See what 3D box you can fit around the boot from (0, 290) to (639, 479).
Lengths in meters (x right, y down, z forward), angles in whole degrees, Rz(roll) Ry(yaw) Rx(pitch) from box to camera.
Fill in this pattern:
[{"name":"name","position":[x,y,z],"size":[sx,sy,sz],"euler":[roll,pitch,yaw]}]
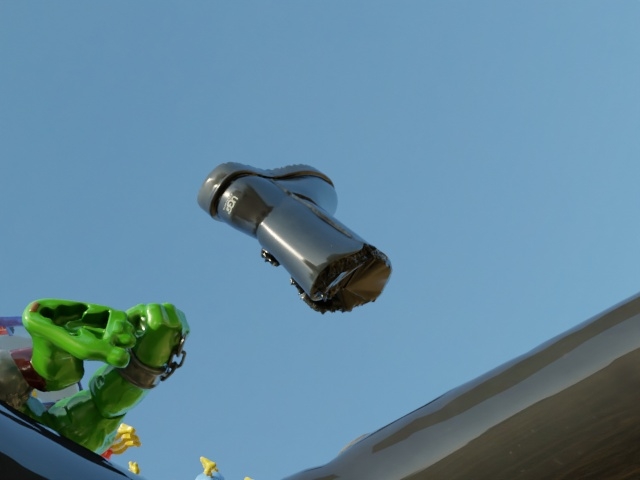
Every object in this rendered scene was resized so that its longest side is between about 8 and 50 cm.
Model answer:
[{"name":"boot","position":[0.057,0.089,0.465],"size":[0.445,0.146,0.367],"euler":[-20,-39,-3]}]

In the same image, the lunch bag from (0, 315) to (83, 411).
[{"name":"lunch bag","position":[-0.316,0.191,1.047],"size":[0.293,0.138,0.221],"euler":[-7,-106,-48]}]

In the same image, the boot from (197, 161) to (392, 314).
[{"name":"boot","position":[0.000,0.000,1.329],"size":[0.094,0.207,0.246],"euler":[-58,-27,15]}]

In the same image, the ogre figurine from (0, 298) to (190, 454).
[{"name":"ogre figurine","position":[-0.175,0.094,0.662],"size":[0.197,0.097,0.118],"euler":[-29,-31,-41]}]

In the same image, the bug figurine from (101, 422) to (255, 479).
[{"name":"bug figurine","position":[-0.193,0.309,1.449],"size":[0.072,0.279,0.216],"euler":[-55,-33,-31]}]
